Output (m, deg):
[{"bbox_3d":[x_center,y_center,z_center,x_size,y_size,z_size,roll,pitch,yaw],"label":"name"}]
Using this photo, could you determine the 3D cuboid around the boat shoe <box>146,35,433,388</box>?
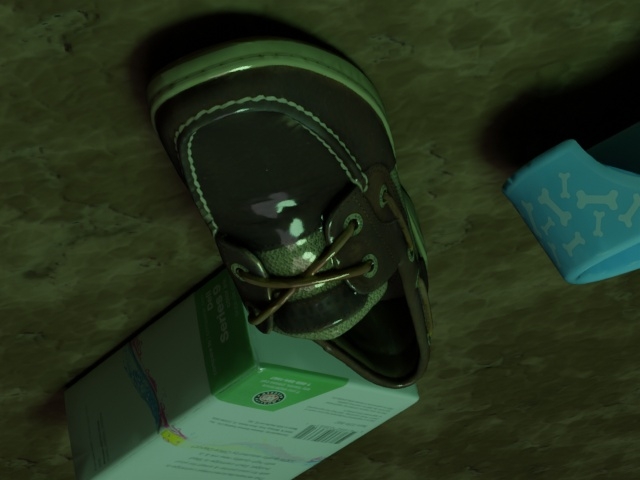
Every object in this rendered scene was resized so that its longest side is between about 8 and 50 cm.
[{"bbox_3d":[0.000,0.000,1.028,0.123,0.123,0.342,-18,152,8],"label":"boat shoe"}]

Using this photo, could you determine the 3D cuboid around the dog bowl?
[{"bbox_3d":[0.249,-0.055,1.031,0.297,0.074,0.166,-30,165,38],"label":"dog bowl"}]

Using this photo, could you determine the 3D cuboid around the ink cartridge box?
[{"bbox_3d":[-0.061,0.111,1.239,0.154,0.093,0.212,14,140,-40],"label":"ink cartridge box"}]
